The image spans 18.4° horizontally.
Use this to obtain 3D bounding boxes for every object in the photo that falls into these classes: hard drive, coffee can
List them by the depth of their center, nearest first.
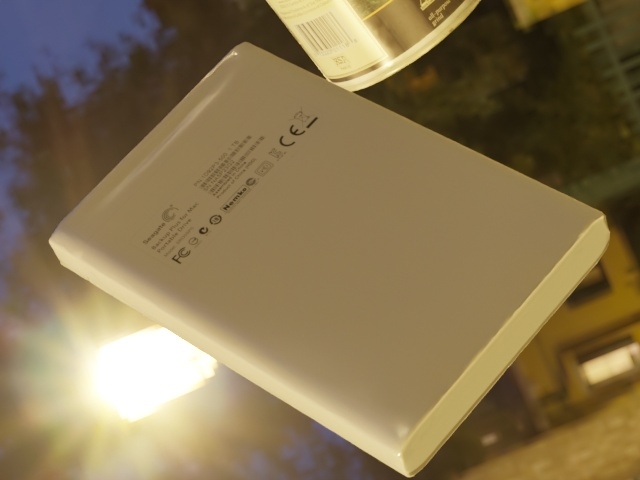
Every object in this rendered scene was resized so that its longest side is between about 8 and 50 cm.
[{"bbox_3d":[0.000,0.000,1.261,0.307,0.203,0.040,29,156,33],"label":"hard drive"},{"bbox_3d":[0.010,-0.314,1.957,0.275,0.201,0.201,51,-165,-19],"label":"coffee can"}]
